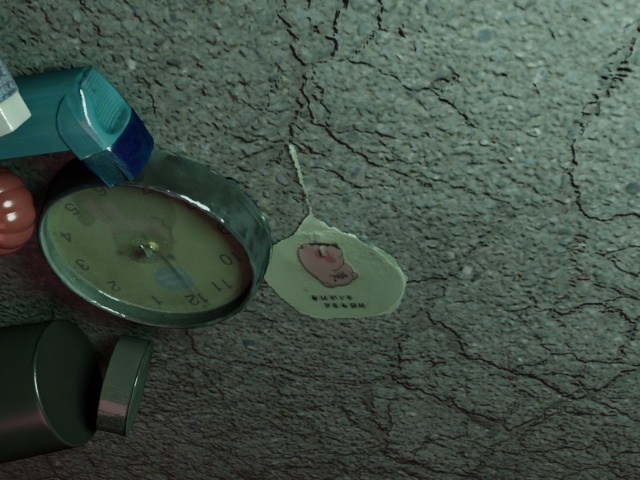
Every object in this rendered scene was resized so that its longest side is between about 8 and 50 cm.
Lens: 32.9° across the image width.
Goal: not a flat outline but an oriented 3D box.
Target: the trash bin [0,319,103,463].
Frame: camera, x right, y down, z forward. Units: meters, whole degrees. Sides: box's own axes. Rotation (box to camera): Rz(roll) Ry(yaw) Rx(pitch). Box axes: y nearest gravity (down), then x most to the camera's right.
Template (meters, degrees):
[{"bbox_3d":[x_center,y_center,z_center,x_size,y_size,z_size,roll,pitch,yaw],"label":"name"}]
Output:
[{"bbox_3d":[-0.485,0.217,1.487,0.334,0.214,0.214,-13,134,14],"label":"trash bin"}]

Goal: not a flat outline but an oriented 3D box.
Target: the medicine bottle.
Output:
[{"bbox_3d":[-0.314,-0.117,1.158,0.258,0.079,0.124,-3,133,17],"label":"medicine bottle"}]

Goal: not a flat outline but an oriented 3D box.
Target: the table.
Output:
[{"bbox_3d":[-0.263,0.195,1.463,0.043,0.133,0.133,14,139,-2],"label":"table"}]

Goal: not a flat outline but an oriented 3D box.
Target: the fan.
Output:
[{"bbox_3d":[0.000,0.001,1.277,0.182,0.010,0.310,-3,138,16],"label":"fan"}]

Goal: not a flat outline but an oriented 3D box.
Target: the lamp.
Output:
[{"bbox_3d":[-0.378,-0.034,1.257,0.107,0.092,0.107,15,118,31],"label":"lamp"}]

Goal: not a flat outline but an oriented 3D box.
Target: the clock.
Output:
[{"bbox_3d":[-0.199,0.006,1.292,0.281,0.055,0.280,7,139,6],"label":"clock"}]

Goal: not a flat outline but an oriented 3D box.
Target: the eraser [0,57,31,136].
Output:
[{"bbox_3d":[-0.376,-0.194,1.058,0.092,0.046,0.212,-17,113,25],"label":"eraser"}]
